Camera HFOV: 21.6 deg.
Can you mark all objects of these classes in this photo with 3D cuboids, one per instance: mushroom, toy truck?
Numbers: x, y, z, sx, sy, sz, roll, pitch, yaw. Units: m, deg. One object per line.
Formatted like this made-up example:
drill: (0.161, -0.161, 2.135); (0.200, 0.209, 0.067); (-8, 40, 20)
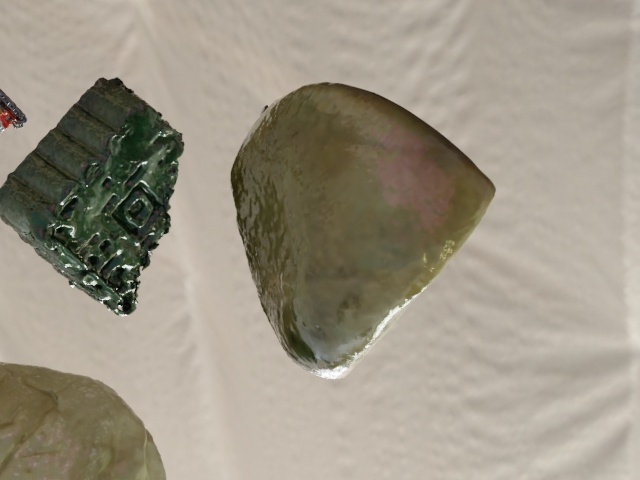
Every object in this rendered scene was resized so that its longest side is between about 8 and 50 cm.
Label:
mushroom: (-0.005, -0.006, 1.553); (0.217, 0.212, 0.292); (36, -18, -1)
toy truck: (-0.308, -0.130, 1.559); (0.083, 0.032, 0.024); (53, -2, -38)

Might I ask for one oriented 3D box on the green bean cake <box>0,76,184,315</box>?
green bean cake: (-0.221, -0.047, 1.816); (0.107, 0.208, 0.193); (29, -13, 49)

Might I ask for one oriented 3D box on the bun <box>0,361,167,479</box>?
bun: (-0.360, 0.308, 1.952); (0.349, 0.227, 0.352); (-29, -72, 34)
